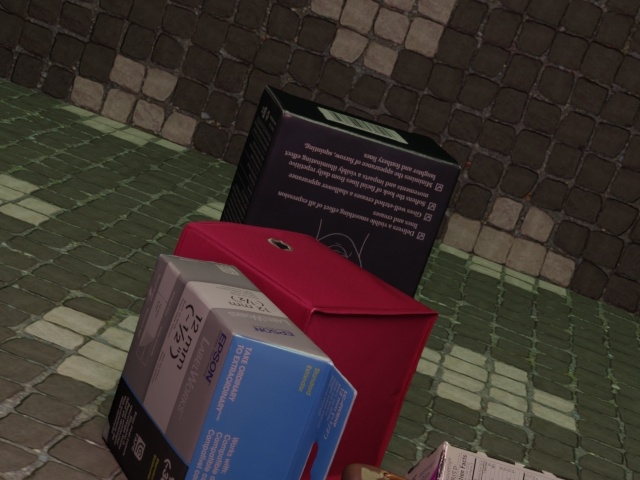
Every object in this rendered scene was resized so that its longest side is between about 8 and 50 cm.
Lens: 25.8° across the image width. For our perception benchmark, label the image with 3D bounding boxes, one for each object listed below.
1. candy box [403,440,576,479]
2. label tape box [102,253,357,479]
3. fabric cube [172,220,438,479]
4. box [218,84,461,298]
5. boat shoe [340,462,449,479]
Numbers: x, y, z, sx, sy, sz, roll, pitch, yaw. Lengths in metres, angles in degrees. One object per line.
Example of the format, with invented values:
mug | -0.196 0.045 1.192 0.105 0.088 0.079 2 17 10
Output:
candy box | 0.228 0.331 1.725 0.233 0.071 0.159 18 -28 -7
label tape box | -0.114 0.195 1.569 0.115 0.249 0.347 12 15 -29
fabric cube | -0.051 0.147 1.833 0.254 0.259 0.258 6 19 -47
box | 0.000 0.000 2.189 0.293 0.395 0.212 17 13 -14
boat shoe | 0.156 0.325 1.575 0.342 0.123 0.123 20 45 -32
